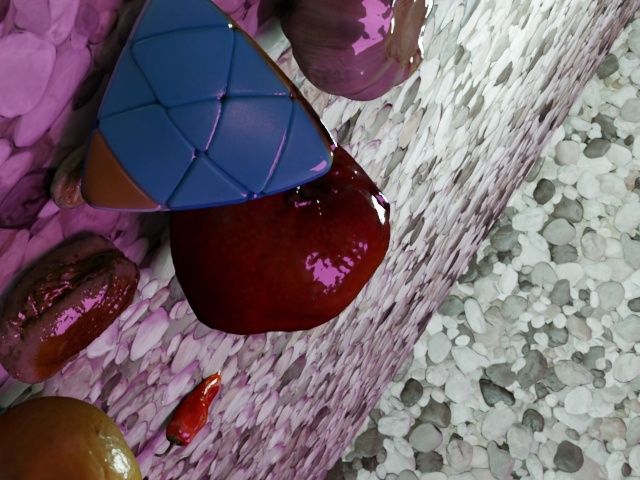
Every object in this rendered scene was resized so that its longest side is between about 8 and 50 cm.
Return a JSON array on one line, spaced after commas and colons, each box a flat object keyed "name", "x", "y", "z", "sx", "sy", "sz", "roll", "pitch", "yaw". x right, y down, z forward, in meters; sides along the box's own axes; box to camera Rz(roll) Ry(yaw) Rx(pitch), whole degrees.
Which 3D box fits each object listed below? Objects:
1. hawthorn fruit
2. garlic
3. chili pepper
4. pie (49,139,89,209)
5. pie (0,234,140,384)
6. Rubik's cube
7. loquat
[{"name": "hawthorn fruit", "x": -0.069, "y": 0.001, "z": 1.306, "sx": 0.265, "sy": 0.265, "sz": 0.307, "roll": -45, "pitch": 177, "yaw": -36}, {"name": "garlic", "x": 0.046, "y": -0.282, "z": 1.278, "sx": 0.228, "sy": 0.152, "sz": 0.227, "roll": -32, "pitch": 139, "yaw": -33}, {"name": "chili pepper", "x": -0.213, "y": 0.292, "z": 1.732, "sx": 0.191, "sy": 0.050, "sz": 0.059, "roll": -56, "pitch": 148, "yaw": -34}, {"name": "pie", "x": -0.248, "y": -0.067, "z": 1.060, "sx": 0.084, "sy": 0.021, "sz": 0.084, "roll": -55, "pitch": 166, "yaw": -20}, {"name": "pie", "x": -0.275, "y": 0.080, "z": 1.152, "sx": 0.193, "sy": 0.079, "sz": 0.163, "roll": -43, "pitch": 161, "yaw": -39}, {"name": "Rubik's cube", "x": -0.149, "y": -0.133, "z": 1.021, "sx": 0.254, "sy": 0.254, "sz": 0.254, "roll": -50, "pitch": 162, "yaw": -24}, {"name": "loquat", "x": -0.306, "y": 0.287, "z": 1.196, "sx": 0.208, "sy": 0.208, "sz": 0.208, "roll": -50, "pitch": 162, "yaw": -24}]
